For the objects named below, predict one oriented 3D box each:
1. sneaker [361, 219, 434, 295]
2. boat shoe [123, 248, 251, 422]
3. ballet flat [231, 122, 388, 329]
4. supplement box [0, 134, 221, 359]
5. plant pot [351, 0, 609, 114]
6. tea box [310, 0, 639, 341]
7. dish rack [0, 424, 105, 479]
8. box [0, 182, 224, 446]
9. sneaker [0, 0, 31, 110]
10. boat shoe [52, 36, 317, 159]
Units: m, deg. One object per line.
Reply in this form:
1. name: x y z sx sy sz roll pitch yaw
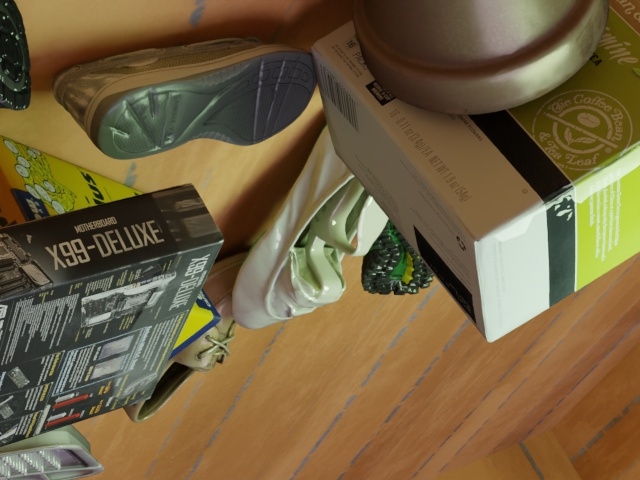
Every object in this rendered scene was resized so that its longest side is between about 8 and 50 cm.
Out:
1. sneaker: 0.109 -0.051 2.039 0.134 0.146 0.343 -1 154 -10
2. boat shoe: -0.173 0.137 2.111 0.341 0.110 0.122 -42 156 27
3. ballet flat: 0.000 0.000 1.908 0.139 0.139 0.400 -7 136 -45
4. supplement box: -0.304 0.042 1.620 0.195 0.194 0.356 -37 157 14
5. plant pot: 0.144 -0.292 1.444 0.263 0.263 0.229 -28 142 -5
6. tea box: 0.218 -0.129 1.607 0.323 0.329 0.220 -31 148 -11
7. dish rack: -0.456 0.294 2.016 0.286 0.072 0.333 -8 166 -4
8. box: -0.250 0.085 1.427 0.242 0.076 0.307 -16 152 -31
9. sneaker: -0.348 -0.166 1.262 0.130 0.109 0.286 -6 176 17
10. boat shoe: -0.131 -0.164 1.554 0.320 0.103 0.118 -18 137 -42
